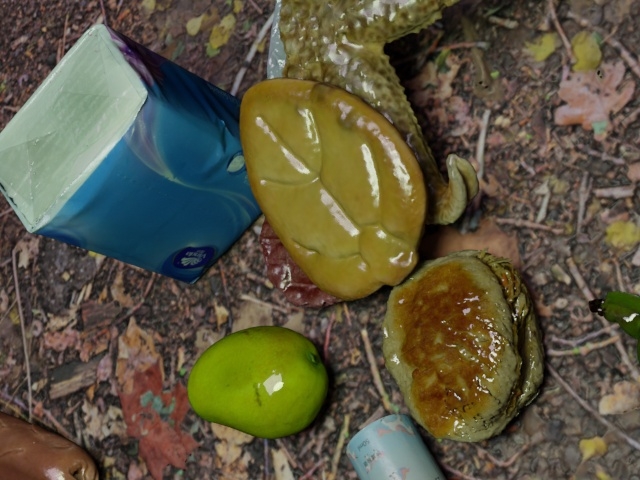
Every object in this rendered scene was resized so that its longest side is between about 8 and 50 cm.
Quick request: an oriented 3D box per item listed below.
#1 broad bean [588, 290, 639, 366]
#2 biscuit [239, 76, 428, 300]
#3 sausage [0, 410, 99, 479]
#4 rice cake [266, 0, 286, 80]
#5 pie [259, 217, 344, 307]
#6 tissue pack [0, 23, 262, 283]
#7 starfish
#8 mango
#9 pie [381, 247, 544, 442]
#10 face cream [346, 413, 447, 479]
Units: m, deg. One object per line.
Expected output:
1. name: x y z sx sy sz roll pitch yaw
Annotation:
1. broad bean: 0.302 0.122 1.260 0.061 0.046 0.195 -40 54 31
2. biscuit: 0.004 -0.058 1.409 0.260 0.041 0.203 50 132 16
3. sausage: -0.427 0.235 1.679 0.433 0.088 0.088 10 83 34
4. rice cake: -0.038 -0.245 1.579 0.030 0.042 0.180 1 79 30
5. pie: 0.000 0.000 1.494 0.153 0.038 0.153 -7 76 31
6. tissue pack: -0.185 -0.082 1.495 0.198 0.263 0.146 -47 58 14
7. starfish: 0.068 -0.244 1.397 0.324 0.082 0.432 15 97 33
8. mango: -0.067 0.144 1.464 0.163 0.089 0.117 11 83 35
9. pie: 0.133 0.101 1.358 0.163 0.079 0.193 -27 63 28
10. face cream: 0.107 0.276 1.327 0.075 0.075 0.229 -41 59 17
